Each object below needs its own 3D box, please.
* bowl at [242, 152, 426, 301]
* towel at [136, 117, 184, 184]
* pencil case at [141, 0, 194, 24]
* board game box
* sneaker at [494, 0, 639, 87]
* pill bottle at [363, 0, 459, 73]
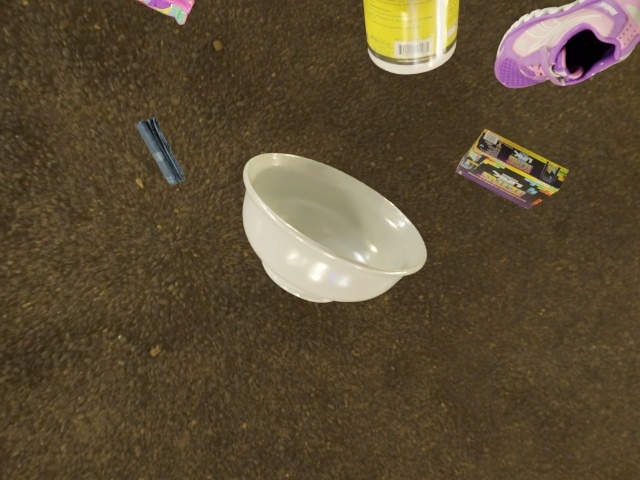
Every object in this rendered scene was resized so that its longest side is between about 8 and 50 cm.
[{"bbox_3d":[0.000,0.000,0.795,0.298,0.297,0.134,22,116,-14],"label":"bowl"},{"bbox_3d":[-0.275,-0.154,0.900,0.029,0.067,0.119,-32,109,-20],"label":"towel"},{"bbox_3d":[-0.355,-0.503,0.990,0.237,0.104,0.104,11,87,-36],"label":"pencil case"},{"bbox_3d":[0.365,-0.135,1.012,0.170,0.141,0.048,28,79,6],"label":"board game box"},{"bbox_3d":[0.307,-0.242,0.666,0.095,0.236,0.104,35,74,-19],"label":"sneaker"},{"bbox_3d":[0.172,-0.509,0.991,0.188,0.333,0.187,-5,52,6],"label":"pill bottle"}]
